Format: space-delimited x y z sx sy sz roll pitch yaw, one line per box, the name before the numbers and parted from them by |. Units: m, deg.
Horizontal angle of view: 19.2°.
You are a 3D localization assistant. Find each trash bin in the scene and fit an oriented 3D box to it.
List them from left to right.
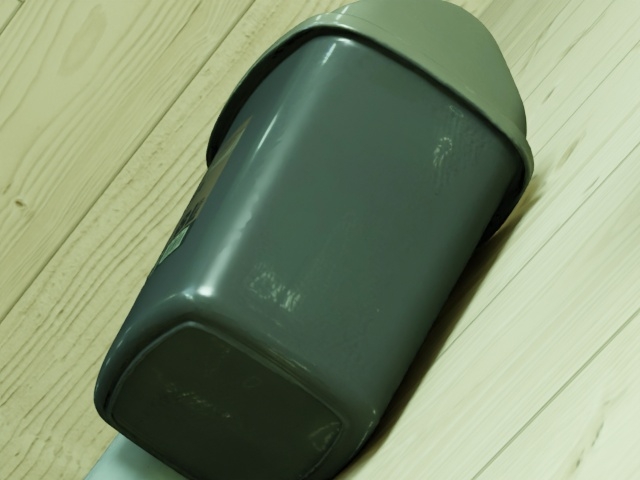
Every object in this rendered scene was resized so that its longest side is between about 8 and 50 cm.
trash bin | 0.000 0.000 1.129 0.209 0.182 0.290 -45 13 52

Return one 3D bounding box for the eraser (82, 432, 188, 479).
eraser | -0.112 0.183 1.181 0.227 0.081 0.174 -54 -17 -44
